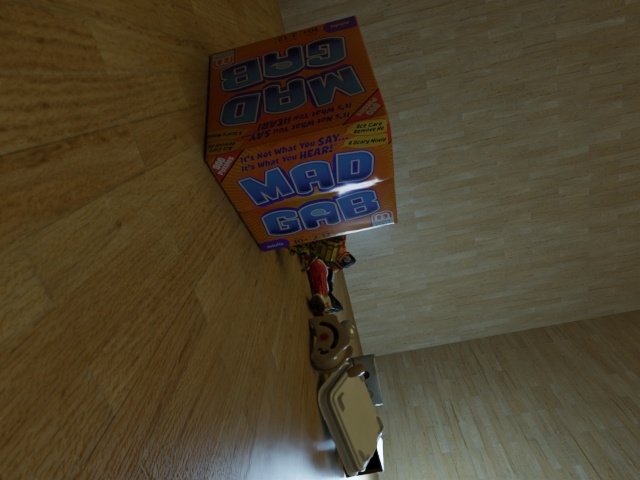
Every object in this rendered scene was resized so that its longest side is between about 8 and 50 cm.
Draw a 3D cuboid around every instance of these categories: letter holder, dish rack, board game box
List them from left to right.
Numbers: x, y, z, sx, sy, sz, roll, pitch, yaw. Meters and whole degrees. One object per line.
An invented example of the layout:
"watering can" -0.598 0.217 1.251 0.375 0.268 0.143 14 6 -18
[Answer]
"board game box" -0.033 -0.241 1.006 0.356 0.357 0.356 69 10 -55
"dish rack" 0.128 0.629 1.495 0.286 0.073 0.332 -27 96 -62
"letter holder" 0.166 0.823 1.762 0.302 0.152 0.214 40 37 -80

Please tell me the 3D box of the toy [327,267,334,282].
"toy" 0.030 0.192 2.172 0.237 0.056 0.136 -83 163 -58

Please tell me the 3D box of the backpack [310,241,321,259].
"backpack" 0.000 0.000 1.831 0.182 0.115 0.151 -153 -119 -66

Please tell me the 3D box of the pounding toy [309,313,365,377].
"pounding toy" 0.039 0.409 1.496 0.269 0.154 0.154 -125 -165 -52

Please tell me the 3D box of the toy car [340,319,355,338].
"toy car" 0.055 0.388 1.728 0.136 0.159 0.182 44 4 5

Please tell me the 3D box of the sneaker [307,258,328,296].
"sneaker" -0.001 0.189 1.756 0.128 0.087 0.221 -96 170 -54

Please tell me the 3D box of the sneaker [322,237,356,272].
"sneaker" 0.103 0.024 1.939 0.180 0.125 0.321 46 -38 30

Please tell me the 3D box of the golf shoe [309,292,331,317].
"golf shoe" 0.003 0.248 1.658 0.186 0.068 0.085 78 31 -57

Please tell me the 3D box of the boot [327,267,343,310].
"boot" 0.041 0.238 1.987 0.246 0.094 0.207 43 39 -69

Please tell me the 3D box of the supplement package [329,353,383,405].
"supplement package" 0.153 0.612 1.790 0.149 0.203 0.194 48 30 -78

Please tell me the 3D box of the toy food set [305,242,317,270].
"toy food set" -0.021 0.022 1.654 0.071 0.217 0.128 38 2 1

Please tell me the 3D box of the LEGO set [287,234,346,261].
"LEGO set" -0.015 -0.088 1.348 0.331 0.255 0.192 -55 161 -67
